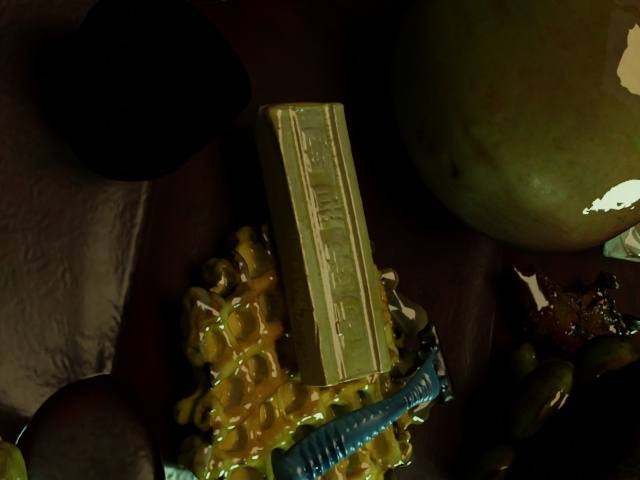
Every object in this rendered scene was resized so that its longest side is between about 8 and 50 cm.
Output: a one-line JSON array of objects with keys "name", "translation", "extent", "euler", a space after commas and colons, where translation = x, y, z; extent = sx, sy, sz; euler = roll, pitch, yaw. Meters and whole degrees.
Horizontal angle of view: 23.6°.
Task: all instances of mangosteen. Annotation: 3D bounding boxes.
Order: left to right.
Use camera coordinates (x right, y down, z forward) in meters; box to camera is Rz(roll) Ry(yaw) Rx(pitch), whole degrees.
[{"name": "mangosteen", "translation": [0.319, 0.246, 1.559], "extent": [0.311, 0.311, 0.311], "euler": [7, 80, -47]}]

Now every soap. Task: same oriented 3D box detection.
[{"name": "soap", "translation": [0.001, 0.000, 1.352], "extent": [0.092, 0.037, 0.252], "euler": [-10, 90, -49]}]

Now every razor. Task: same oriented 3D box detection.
[{"name": "razor", "translation": [0.047, 0.155, 1.373], "extent": [0.253, 0.042, 0.082], "euler": [-27, 106, -45]}]

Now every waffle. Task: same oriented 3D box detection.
[{"name": "waffle", "translation": [-0.010, 0.127, 1.389], "extent": [0.329, 0.062, 0.329], "euler": [10, 77, -47]}]

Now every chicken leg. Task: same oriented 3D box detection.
[{"name": "chicken leg", "translation": [0.279, 0.082, 1.707], "extent": [0.234, 0.063, 0.105], "euler": [8, 75, -46]}]

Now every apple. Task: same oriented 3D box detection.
[{"name": "apple", "translation": [0.227, -0.164, 1.506], "extent": [0.305, 0.338, 0.338], "euler": [45, 52, -10]}]

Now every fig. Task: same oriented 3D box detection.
[{"name": "fig", "translation": [-0.135, -0.129, 1.220], "extent": [0.165, 0.154, 0.144], "euler": [81, 7, -60]}]

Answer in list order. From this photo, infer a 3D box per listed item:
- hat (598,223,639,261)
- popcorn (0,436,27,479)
[{"name": "hat", "translation": [0.348, -0.105, 1.802], "extent": [0.214, 0.149, 0.244], "euler": [-30, 73, -26]}, {"name": "popcorn", "translation": [-0.278, 0.230, 0.985], "extent": [0.252, 0.215, 0.286], "euler": [49, 46, -74]}]
